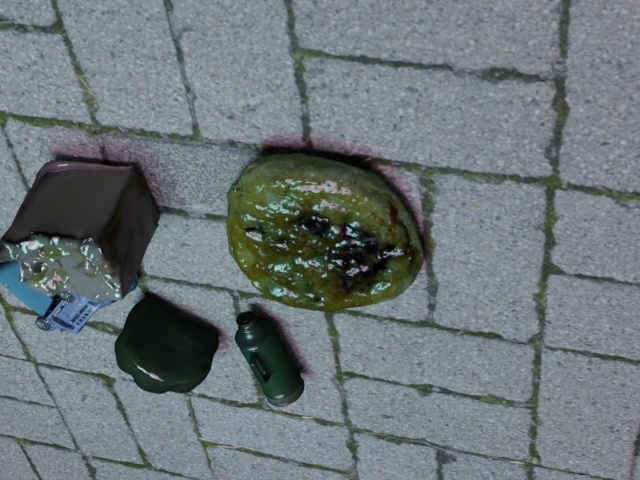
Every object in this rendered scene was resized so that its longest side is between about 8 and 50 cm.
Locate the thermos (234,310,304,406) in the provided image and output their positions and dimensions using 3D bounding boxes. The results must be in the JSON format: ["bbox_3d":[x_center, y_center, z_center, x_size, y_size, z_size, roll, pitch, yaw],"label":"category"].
[{"bbox_3d":[-0.096,0.197,1.750,0.073,0.083,0.188,18,144,43],"label":"thermos"}]

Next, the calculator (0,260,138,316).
[{"bbox_3d":[-0.439,0.062,1.784,0.293,0.051,0.173,-22,125,40],"label":"calculator"}]

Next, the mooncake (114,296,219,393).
[{"bbox_3d":[-0.266,0.181,1.787,0.175,0.168,0.104,57,150,9],"label":"mooncake"}]

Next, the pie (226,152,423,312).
[{"bbox_3d":[0.000,0.000,1.501,0.323,0.071,0.323,12,139,10],"label":"pie"}]

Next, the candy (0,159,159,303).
[{"bbox_3d":[-0.358,-0.017,1.561,0.184,0.195,0.137,4,141,15],"label":"candy"}]

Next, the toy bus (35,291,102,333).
[{"bbox_3d":[-0.406,0.102,1.716,0.076,0.073,0.167,33,139,-15],"label":"toy bus"}]
